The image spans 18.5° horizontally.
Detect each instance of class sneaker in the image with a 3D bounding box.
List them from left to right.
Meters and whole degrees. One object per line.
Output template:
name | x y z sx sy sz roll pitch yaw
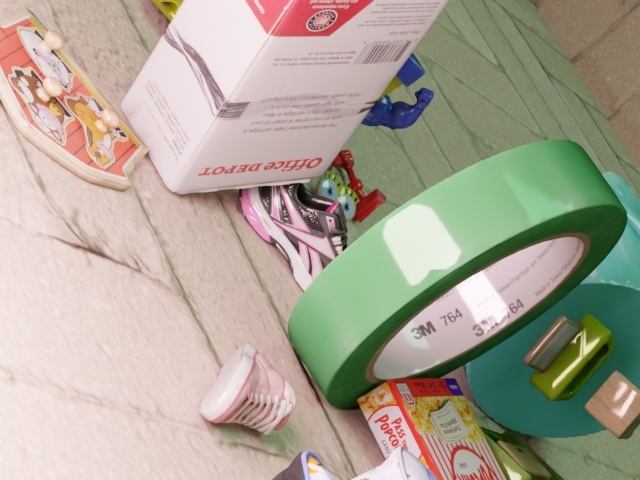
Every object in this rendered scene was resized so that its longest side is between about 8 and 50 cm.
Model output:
sneaker | -0.054 0.130 1.592 0.070 0.051 0.134 46 13 -4
sneaker | 0.000 0.000 1.947 0.178 0.077 0.072 48 18 -15

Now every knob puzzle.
knob puzzle | -0.222 -0.124 1.701 0.213 0.030 0.213 46 18 -20

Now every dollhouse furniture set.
dollhouse furniture set | 0.304 0.232 1.936 0.301 0.197 0.151 42 6 24

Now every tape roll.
tape roll | 0.125 0.034 1.787 0.077 0.321 0.321 59 18 19

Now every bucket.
bucket | 0.270 0.075 2.192 0.281 0.281 0.183 41 26 -34

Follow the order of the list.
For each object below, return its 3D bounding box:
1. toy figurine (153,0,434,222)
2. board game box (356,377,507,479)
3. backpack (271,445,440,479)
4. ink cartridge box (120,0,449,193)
toy figurine | 0.008 -0.220 2.169 0.362 0.217 0.191 46 18 -21
board game box | 0.123 0.223 1.835 0.147 0.045 0.193 5 55 -62
backpack | 0.051 0.289 1.316 0.263 0.213 0.276 56 11 -24
ink cartridge box | -0.032 -0.176 1.805 0.197 0.273 0.114 -7 55 -42
